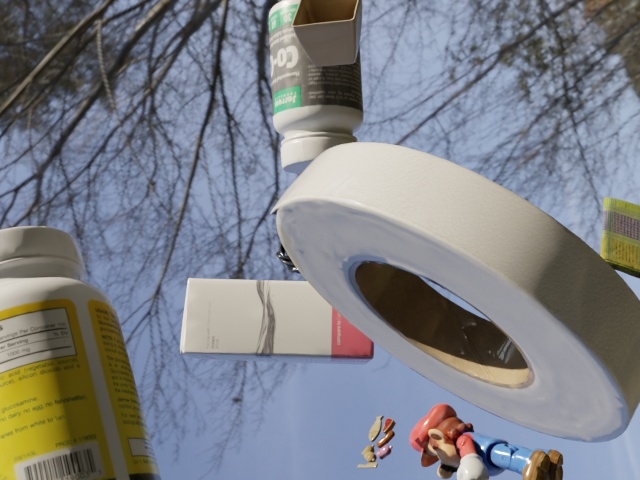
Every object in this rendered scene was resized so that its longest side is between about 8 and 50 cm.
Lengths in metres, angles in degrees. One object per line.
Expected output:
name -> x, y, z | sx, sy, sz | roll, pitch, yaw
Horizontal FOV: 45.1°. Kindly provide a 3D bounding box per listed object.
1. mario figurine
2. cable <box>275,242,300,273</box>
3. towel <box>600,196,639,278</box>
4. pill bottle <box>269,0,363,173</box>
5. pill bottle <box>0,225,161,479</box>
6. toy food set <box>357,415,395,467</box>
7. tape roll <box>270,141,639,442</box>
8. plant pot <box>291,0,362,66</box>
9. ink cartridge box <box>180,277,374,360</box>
mario figurine -> 0.318, 0.455, 1.564 | 0.170, 0.320, 0.198 | -51, -52, -29
cable -> 0.000, 0.000, 1.510 | 0.047, 0.184, 0.151 | 72, -171, -60
towel -> 0.294, -0.001, 0.731 | 0.060, 0.009, 0.083 | 17, -124, -2
pill bottle -> -0.008, -0.339, 1.713 | 0.204, 0.204, 0.361 | 3, -99, -49
pill bottle -> -0.291, 0.162, 0.811 | 0.187, 0.188, 0.334 | 6, -125, -48
toy food set -> 0.121, 0.405, 1.539 | 0.019, 0.078, 0.122 | 44, -127, -20
tape roll -> 0.129, 0.058, 0.761 | 0.392, 0.392, 0.072 | 44, -109, -21
plant pot -> 0.020, -0.365, 1.343 | 0.096, 0.109, 0.109 | 74, -159, -44
ink cartridge box -> -0.060, 0.130, 1.206 | 0.207, 0.282, 0.117 | 89, -177, -79
